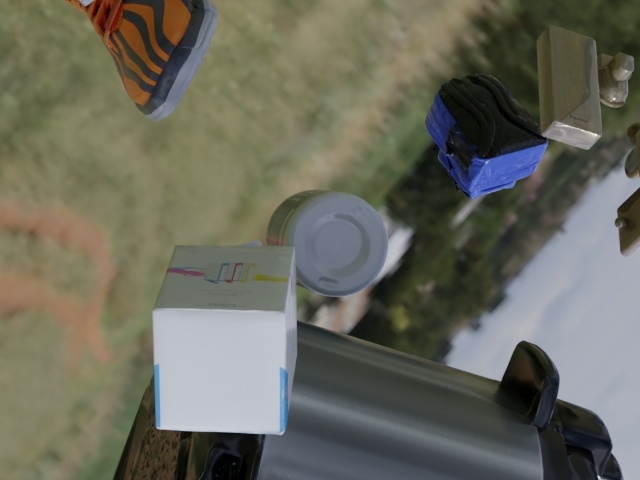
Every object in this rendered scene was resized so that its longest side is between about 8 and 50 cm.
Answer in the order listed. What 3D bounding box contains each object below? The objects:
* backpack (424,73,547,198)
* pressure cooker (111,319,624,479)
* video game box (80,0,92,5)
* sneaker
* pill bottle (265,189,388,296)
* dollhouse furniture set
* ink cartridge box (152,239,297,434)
[{"bbox_3d":[0.166,-0.113,1.993,0.098,0.120,0.101,-14,148,-32],"label":"backpack"},{"bbox_3d":[0.042,0.277,1.551,0.370,0.420,0.375,127,-24,-54],"label":"pressure cooker"},{"bbox_3d":[-0.174,-0.319,1.528,0.187,0.048,0.205,-37,137,-1],"label":"video game box"},{"bbox_3d":[-0.206,-0.221,1.711,0.124,0.180,0.321,-59,-157,14],"label":"sneaker"},{"bbox_3d":[0.000,0.000,1.710,0.094,0.094,0.169,-48,-170,-6],"label":"pill bottle"},{"bbox_3d":[0.253,-0.092,1.742,0.123,0.151,0.144,129,-30,-50],"label":"dollhouse furniture set"},{"bbox_3d":[-0.064,0.063,1.301,0.143,0.090,0.092,-83,173,-70],"label":"ink cartridge box"}]
